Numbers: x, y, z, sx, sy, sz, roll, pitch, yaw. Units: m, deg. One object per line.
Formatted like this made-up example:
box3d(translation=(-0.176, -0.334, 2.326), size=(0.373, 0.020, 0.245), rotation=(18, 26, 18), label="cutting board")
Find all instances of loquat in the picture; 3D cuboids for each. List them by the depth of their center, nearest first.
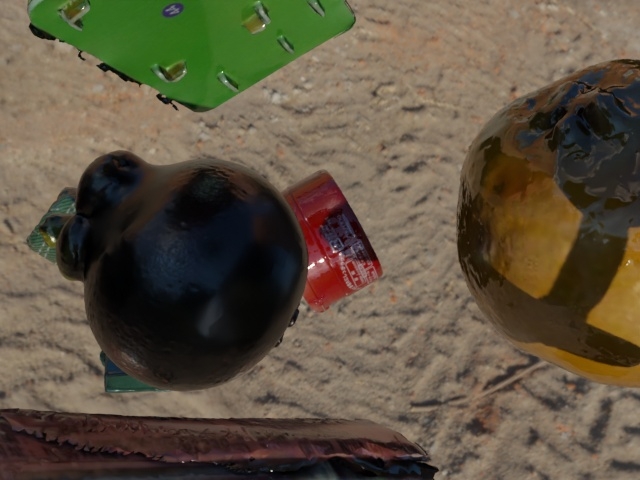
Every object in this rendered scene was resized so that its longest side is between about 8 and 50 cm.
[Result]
box3d(translation=(0.294, -0.017, 0.710), size=(0.329, 0.328, 0.328), rotation=(18, 48, -21), label="loquat")

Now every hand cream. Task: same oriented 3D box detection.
box3d(translation=(0.000, 0.000, 1.268), size=(0.149, 0.230, 0.230), rotation=(-27, 68, 1), label="hand cream")

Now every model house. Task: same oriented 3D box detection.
box3d(translation=(-0.150, -0.345, 0.771), size=(0.312, 0.243, 0.358), rotation=(69, 17, 12), label="model house")

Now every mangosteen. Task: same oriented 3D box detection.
box3d(translation=(-0.164, 0.021, 0.901), size=(0.297, 0.297, 0.313), rotation=(-40, 104, -45), label="mangosteen")

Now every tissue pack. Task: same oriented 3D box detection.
box3d(translation=(-0.082, 0.217, 0.422), size=(0.332, 0.244, 0.123), rotation=(17, 11, -45), label="tissue pack")

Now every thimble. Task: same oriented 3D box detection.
box3d(translation=(-0.379, -0.018, 1.117), size=(0.090, 0.135, 0.118), rotation=(36, 78, -15), label="thimble")

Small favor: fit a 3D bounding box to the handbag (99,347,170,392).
box3d(translation=(-0.311, 0.137, 1.431), size=(0.239, 0.089, 0.326), rotation=(-3, 49, -11), label="handbag")
